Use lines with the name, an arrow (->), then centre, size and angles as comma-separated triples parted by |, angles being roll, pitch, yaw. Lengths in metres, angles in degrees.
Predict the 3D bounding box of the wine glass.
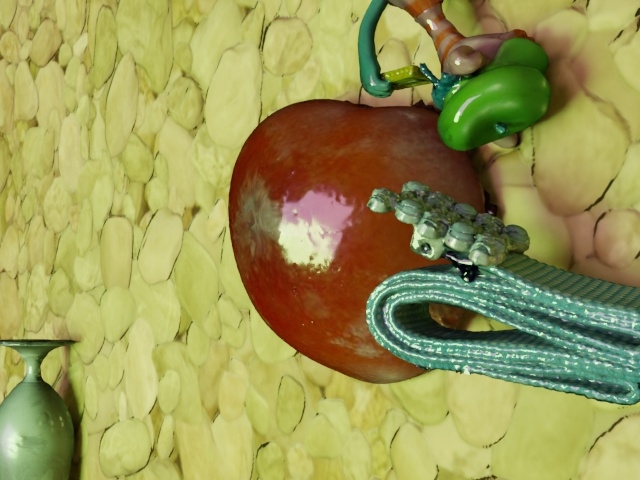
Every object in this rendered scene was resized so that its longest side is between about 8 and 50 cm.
wine glass -> -0.316, 0.210, 1.089 | 0.093, 0.093, 0.202 | -5, 83, 53

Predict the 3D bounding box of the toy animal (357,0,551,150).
toy animal -> 0.058, -0.146, 0.603 | 0.103, 0.100, 0.208 | -26, 78, 8

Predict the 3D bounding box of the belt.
belt -> 0.111, 0.029, 0.527 | 0.179, 0.065, 0.100 | 10, 103, 31

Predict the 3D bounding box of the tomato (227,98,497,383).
tomato -> 0.000, 0.000, 0.670 | 0.228, 0.112, 0.199 | 6, 96, 55
